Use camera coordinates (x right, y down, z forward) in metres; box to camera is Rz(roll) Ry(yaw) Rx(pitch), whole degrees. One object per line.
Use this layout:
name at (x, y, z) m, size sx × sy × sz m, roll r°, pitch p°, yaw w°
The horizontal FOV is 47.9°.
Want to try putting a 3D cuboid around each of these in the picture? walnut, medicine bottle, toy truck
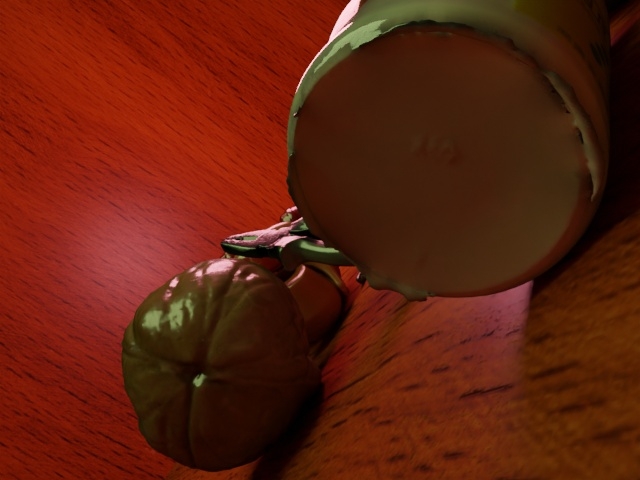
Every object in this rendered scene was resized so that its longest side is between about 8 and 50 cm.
walnut at (-0.134, 0.166, 0.988) m, size 0.251 × 0.277 × 0.313 m, roll -18°, pitch -2°, yaw 3°
medicine bottle at (0.127, -0.138, 0.598) m, size 0.214 × 0.213 × 0.379 m, roll -53°, pitch 5°, yaw 39°
toy truck at (-0.041, 0.092, 1.269) m, size 0.189 × 0.239 × 0.265 m, roll -34°, pitch -29°, yaw -2°

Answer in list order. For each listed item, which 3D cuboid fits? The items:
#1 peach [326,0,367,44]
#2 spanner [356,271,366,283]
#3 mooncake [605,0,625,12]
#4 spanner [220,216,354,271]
peach at (0.145, -0.286, 1.169) m, size 0.308 × 0.307 × 0.332 m, roll -55°, pitch 6°, yaw 11°
spanner at (0.087, 0.025, 1.304) m, size 0.054 × 0.015 × 0.254 m, roll -55°, pitch 3°, yaw 13°
mooncake at (0.264, -0.312, 0.765) m, size 0.104 × 0.175 × 0.168 m, roll -52°, pitch 45°, yaw -4°
spanner at (0.000, 0.000, 0.955) m, size 0.324 × 0.040 × 0.096 m, roll -2°, pitch 35°, yaw 31°
